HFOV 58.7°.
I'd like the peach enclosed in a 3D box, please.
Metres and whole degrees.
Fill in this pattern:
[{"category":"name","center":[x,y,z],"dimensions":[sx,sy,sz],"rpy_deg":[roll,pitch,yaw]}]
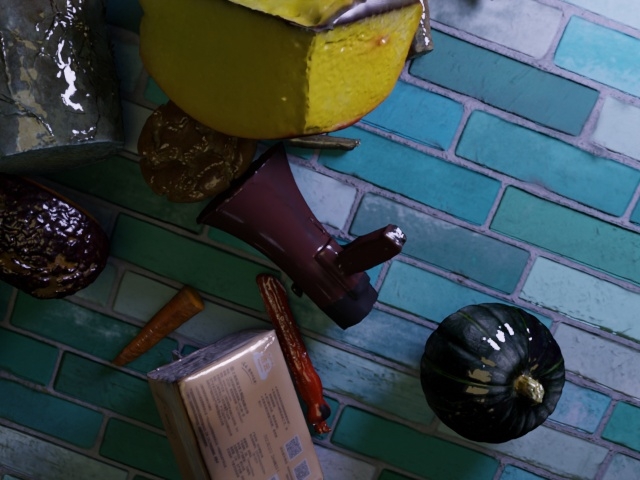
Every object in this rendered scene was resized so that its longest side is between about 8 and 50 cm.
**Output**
[{"category":"peach","center":[-0.052,-0.304,0.867],"dimensions":[0.381,0.306,0.242],"rpy_deg":[14,134,11]}]

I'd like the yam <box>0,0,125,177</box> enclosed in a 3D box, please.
[{"category":"yam","center":[-0.453,-0.277,0.921],"dimensions":[0.241,0.241,0.347],"rpy_deg":[-2,98,3]}]

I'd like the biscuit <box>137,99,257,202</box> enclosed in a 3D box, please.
[{"category":"biscuit","center":[-0.213,-0.165,0.963],"dimensions":[0.226,0.042,0.225],"rpy_deg":[-5,71,15]}]

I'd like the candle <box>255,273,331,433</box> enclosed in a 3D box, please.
[{"category":"candle","center":[-0.045,0.211,1.064],"dimensions":[0.051,0.048,0.328],"rpy_deg":[-18,98,14]}]

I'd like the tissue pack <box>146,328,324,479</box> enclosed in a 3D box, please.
[{"category":"tissue pack","center":[-0.169,0.334,1.034],"dimensions":[0.239,0.238,0.305],"rpy_deg":[-16,99,6]}]

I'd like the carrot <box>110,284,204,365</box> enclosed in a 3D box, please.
[{"category":"carrot","center":[-0.312,0.173,1.073],"dimensions":[0.224,0.057,0.057],"rpy_deg":[-41,96,12]}]

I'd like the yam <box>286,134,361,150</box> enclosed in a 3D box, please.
[{"category":"yam","center":[0.006,-0.171,1.004],"dimensions":[0.130,0.027,0.033],"rpy_deg":[7,61,4]}]

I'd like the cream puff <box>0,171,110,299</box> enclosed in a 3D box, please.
[{"category":"cream puff","center":[-0.476,-0.001,0.952],"dimensions":[0.239,0.239,0.164],"rpy_deg":[30,74,-3]}]

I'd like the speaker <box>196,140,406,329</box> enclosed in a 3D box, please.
[{"category":"speaker","center":[-0.004,-0.017,0.957],"dimensions":[0.330,0.198,0.259],"rpy_deg":[41,117,-12]}]

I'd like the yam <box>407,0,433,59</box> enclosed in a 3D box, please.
[{"category":"yam","center":[0.137,-0.442,0.936],"dimensions":[0.061,0.061,0.273],"rpy_deg":[-14,100,5]}]

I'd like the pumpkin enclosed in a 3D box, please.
[{"category":"pumpkin","center":[0.301,0.228,0.972],"dimensions":[0.250,0.216,0.249],"rpy_deg":[-3,97,-24]}]
